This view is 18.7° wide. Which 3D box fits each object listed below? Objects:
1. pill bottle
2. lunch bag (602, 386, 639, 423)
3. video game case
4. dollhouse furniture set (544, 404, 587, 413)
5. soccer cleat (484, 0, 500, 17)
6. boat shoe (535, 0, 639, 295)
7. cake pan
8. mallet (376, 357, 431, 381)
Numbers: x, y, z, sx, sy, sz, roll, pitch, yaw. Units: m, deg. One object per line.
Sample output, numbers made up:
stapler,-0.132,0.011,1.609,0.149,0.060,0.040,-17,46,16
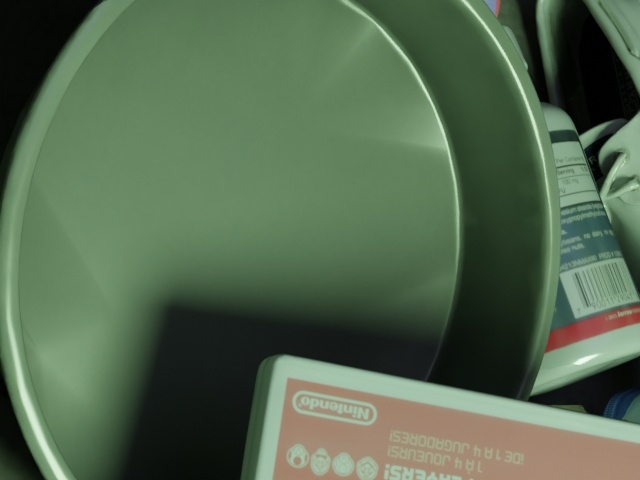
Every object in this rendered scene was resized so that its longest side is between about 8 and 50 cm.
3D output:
pill bottle,0.091,-0.012,0.989,0.108,0.108,0.180,-9,76,-47
lunch bag,0.263,0.190,1.034,0.303,0.115,0.243,12,63,-50
video game case,0.052,0.203,0.781,0.204,0.025,0.285,12,78,-15
dollhouse furniture set,0.095,0.190,0.939,0.101,0.161,0.182,0,20,-10
soccer cleat,0.007,-0.208,1.042,0.095,0.083,0.248,-32,94,-31
boat shoe,0.173,-0.038,1.111,0.084,0.095,0.258,13,50,-36
cake pan,-0.019,0.007,0.829,0.293,0.054,0.293,-5,98,-37
mallet,0.000,0.000,0.948,0.062,0.039,0.190,-23,82,-43
